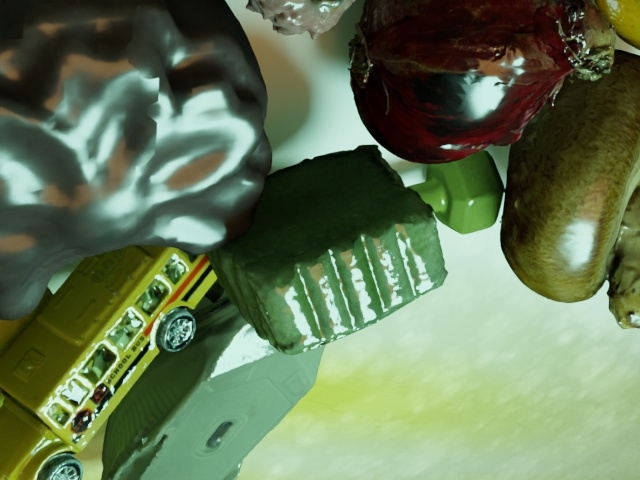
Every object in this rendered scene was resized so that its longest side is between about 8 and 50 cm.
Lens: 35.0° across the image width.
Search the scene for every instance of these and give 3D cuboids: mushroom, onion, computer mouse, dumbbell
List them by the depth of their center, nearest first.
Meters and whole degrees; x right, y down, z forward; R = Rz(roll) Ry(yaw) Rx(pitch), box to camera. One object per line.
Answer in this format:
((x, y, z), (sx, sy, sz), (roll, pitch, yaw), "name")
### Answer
((0.141, -0.194, 1.059), (0.281, 0.221, 0.281), (-4, 136, -4), "onion")
((0.329, -0.076, 1.265), (0.239, 0.345, 0.345), (12, 130, -7), "mushroom")
((0.081, -0.037, 1.275), (0.302, 0.108, 0.121), (-18, 139, -16), "dumbbell")
((-0.155, 0.201, 1.357), (0.228, 0.145, 0.429), (18, 118, -48), "computer mouse")

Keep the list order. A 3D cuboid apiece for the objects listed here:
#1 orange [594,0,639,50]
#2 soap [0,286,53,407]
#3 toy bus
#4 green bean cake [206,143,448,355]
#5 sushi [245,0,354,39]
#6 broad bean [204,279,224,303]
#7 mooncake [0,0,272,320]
((0.425, -0.309, 1.146), (0.240, 0.171, 0.240), (-16, 140, -14), "orange")
((-0.442, 0.174, 1.169), (0.306, 0.115, 0.427), (-11, 138, -17), "soap")
((-0.251, 0.117, 1.119), (0.335, 0.121, 0.123), (-53, 144, -18), "toy bus")
((0.000, 0.000, 1.070), (0.222, 0.227, 0.125), (-27, 124, -11), "green bean cake")
((-0.012, -0.296, 0.927), (0.161, 0.241, 0.107), (36, 151, -10), "sushi")
((-0.224, 0.074, 1.248), (0.214, 0.048, 0.070), (-14, 117, -13), "broad bean")
((-0.230, -0.098, 0.924), (0.381, 0.212, 0.350), (-25, 143, -5), "mooncake")
